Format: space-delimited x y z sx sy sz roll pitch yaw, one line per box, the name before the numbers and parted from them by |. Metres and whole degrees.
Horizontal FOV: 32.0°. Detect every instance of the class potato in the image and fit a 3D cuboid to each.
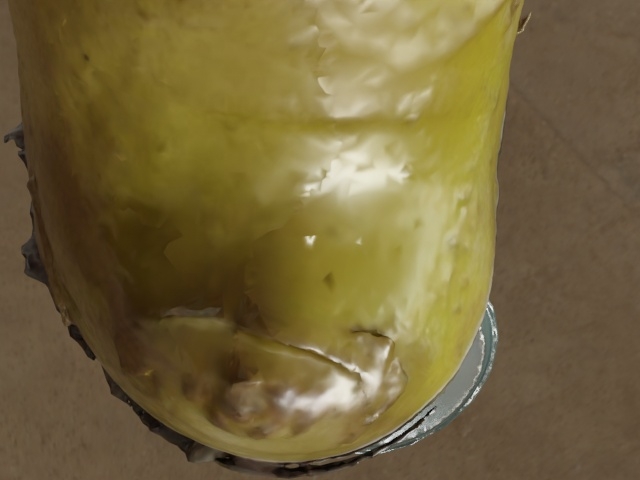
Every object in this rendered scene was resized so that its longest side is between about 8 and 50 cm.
potato | -0.049 -0.115 0.506 0.290 0.296 0.397 11 73 11

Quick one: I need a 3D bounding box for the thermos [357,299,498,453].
thermos | 0.000 0.000 0.782 0.145 0.182 0.286 -21 34 -8
